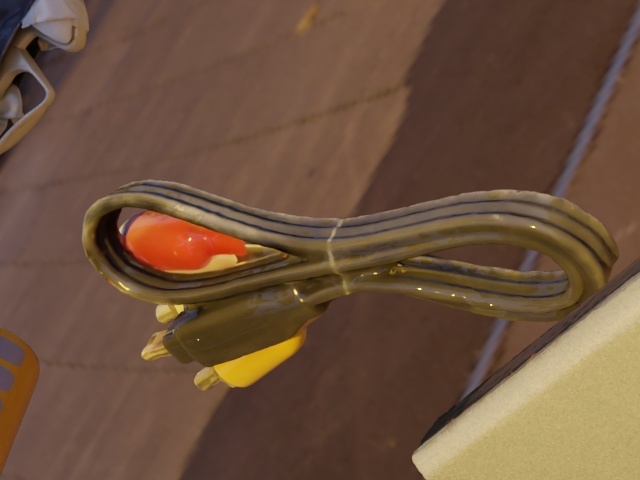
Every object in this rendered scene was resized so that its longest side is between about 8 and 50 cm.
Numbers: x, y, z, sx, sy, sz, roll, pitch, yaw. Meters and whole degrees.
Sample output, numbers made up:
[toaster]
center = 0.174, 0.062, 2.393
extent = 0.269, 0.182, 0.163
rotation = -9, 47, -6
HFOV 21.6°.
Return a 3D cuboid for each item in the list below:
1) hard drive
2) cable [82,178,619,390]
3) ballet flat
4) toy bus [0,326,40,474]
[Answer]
[hard drive]
center = 0.094, 0.041, 0.343
extent = 0.135, 0.094, 0.022
rotation = -45, 1, 40
[cable]
center = 0.000, 0.000, 0.795
extent = 0.287, 0.139, 0.072
rotation = -19, 27, 37
[ballet flat]
center = -0.190, -0.123, 1.076
extent = 0.203, 0.074, 0.074
rotation = -59, 18, 7
[toy bus]
center = -0.241, 0.140, 0.838
extent = 0.108, 0.130, 0.333
rotation = -60, 10, 20
